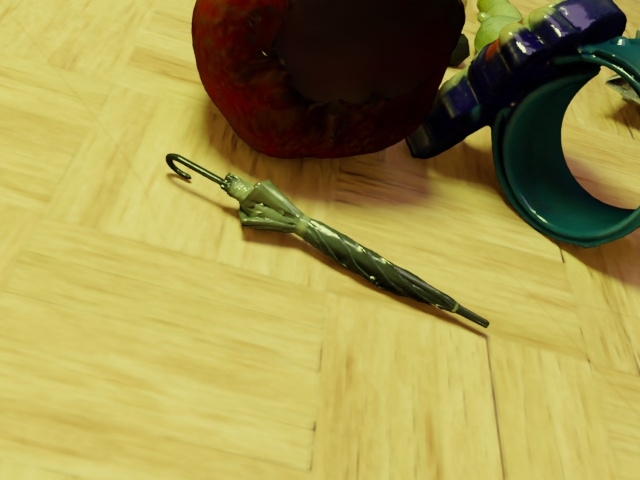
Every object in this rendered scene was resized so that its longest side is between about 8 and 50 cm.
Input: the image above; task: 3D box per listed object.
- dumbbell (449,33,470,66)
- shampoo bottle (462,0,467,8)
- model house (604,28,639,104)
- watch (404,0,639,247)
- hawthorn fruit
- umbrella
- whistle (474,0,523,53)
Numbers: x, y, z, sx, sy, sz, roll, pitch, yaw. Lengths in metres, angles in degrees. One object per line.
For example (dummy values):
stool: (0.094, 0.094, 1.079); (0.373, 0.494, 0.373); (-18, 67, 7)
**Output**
dumbbell: (0.139, -0.230, 1.032); (0.040, 0.036, 0.083); (4, 38, -21)
shampoo bottle: (0.025, -0.253, 0.957); (0.257, 0.078, 0.127); (-9, 45, -22)
model house: (0.385, -0.177, 1.038); (0.088, 0.117, 0.167); (20, 33, 29)
watch: (0.219, -0.093, 0.781); (0.171, 0.196, 0.200); (-25, 75, -33)
hawthorn fruit: (-0.002, -0.181, 0.758); (0.215, 0.215, 0.249); (9, 38, -15)
umbrella: (0.000, -0.003, 0.658); (0.269, 0.044, 0.044); (27, 66, 10)
whistle: (0.226, -0.253, 1.088); (0.104, 0.057, 0.198); (11, 37, -14)
